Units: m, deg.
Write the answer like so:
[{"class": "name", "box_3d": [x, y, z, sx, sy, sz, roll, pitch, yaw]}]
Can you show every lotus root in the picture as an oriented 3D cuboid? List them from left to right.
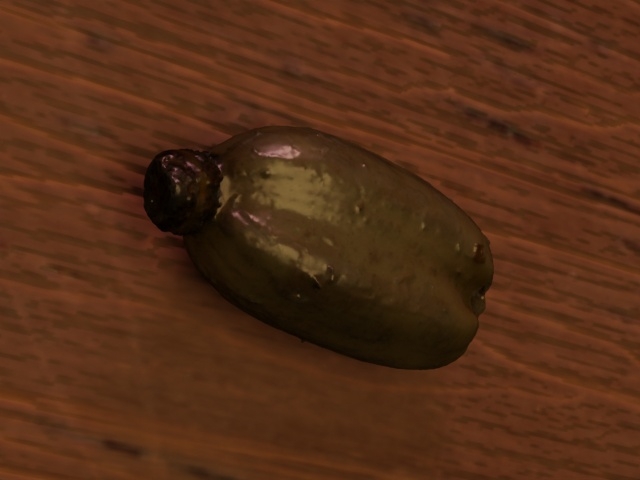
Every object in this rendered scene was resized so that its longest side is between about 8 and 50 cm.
[{"class": "lotus root", "box_3d": [0.000, 0.000, 0.628, 0.183, 0.077, 0.090, 22, 76, -29]}]
